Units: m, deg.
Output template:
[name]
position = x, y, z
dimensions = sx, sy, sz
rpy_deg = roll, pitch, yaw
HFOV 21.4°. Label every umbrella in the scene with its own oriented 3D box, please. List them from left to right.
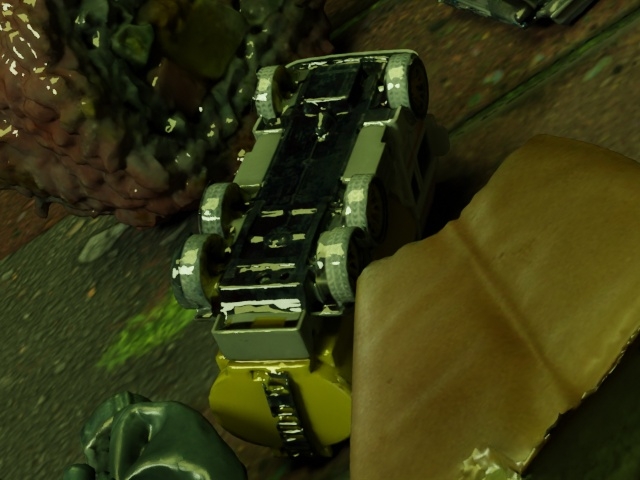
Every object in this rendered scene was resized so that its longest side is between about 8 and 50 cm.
[umbrella]
position = -0.086, 0.157, 0.788
dimensions = 0.143, 0.094, 0.349
rpy_deg = -35, 24, 4

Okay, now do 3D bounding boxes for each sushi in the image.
[sushi]
position = -0.131, -0.147, 1.179
dimensions = 0.171, 0.236, 0.270
rpy_deg = -20, 36, 53

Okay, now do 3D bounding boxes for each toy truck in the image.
[toy truck]
position = 0.000, 0.000, 0.891
dimensions = 0.098, 0.114, 0.227
rpy_deg = -3, 41, 21

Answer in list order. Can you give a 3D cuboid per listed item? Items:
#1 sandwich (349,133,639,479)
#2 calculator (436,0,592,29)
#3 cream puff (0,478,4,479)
[sandwich]
position = 0.077, 0.074, 0.673
dimensions = 0.220, 0.108, 0.186
rpy_deg = -49, 26, -9
[calculator]
position = 0.198, -0.236, 1.084
dimensions = 0.274, 0.028, 0.166
rpy_deg = -43, 25, -5
[cream puff]
position = -0.116, 0.236, 0.544
dimensions = 0.270, 0.323, 0.274
rpy_deg = -20, -11, -31
